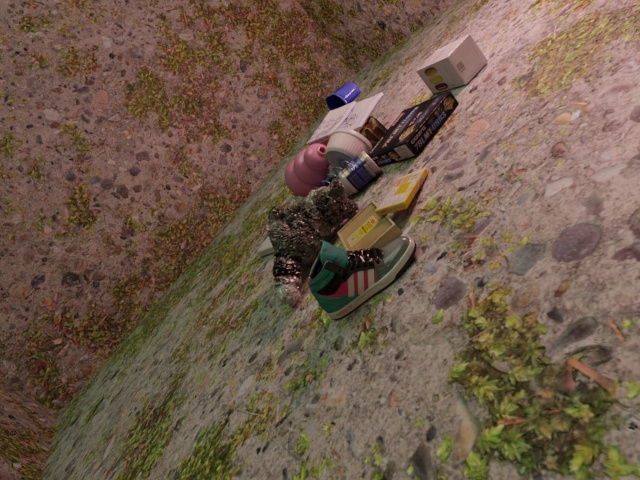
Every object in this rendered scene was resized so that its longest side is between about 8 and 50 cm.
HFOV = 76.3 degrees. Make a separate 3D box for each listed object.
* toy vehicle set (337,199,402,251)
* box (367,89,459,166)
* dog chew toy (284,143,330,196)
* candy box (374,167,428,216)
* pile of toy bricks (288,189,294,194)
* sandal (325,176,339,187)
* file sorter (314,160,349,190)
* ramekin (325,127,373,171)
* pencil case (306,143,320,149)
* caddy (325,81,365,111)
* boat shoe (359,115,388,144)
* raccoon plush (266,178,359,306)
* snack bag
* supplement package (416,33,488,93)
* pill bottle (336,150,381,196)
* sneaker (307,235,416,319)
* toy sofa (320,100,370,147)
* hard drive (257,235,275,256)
[{"bbox_3d":[0.143,-0.025,1.263,0.166,0.035,0.267,-42,20,9],"label":"toy vehicle set"},{"bbox_3d":[0.348,-0.427,1.597,0.295,0.073,0.293,-50,21,-15],"label":"box"},{"bbox_3d":[-0.048,-0.349,1.970,0.206,0.207,0.332,-57,5,-29],"label":"dog chew toy"},{"bbox_3d":[0.251,-0.149,1.247,0.105,0.027,0.206,-18,25,44],"label":"candy box"},{"bbox_3d":[-0.092,-0.345,2.317,0.212,0.118,0.105,-36,58,-2],"label":"pile of toy bricks"},{"bbox_3d":[0.066,-0.275,1.909,0.067,0.040,0.179,-49,20,-10],"label":"sandal"},{"bbox_3d":[0.076,-0.245,1.737,0.170,0.104,0.118,-48,20,-6],"label":"file sorter"},{"bbox_3d":[0.118,-0.383,1.789,0.207,0.207,0.109,-7,52,61],"label":"ramekin"},{"bbox_3d":[0.007,-0.519,2.399,0.133,0.119,0.306,-46,19,-10],"label":"pencil case"},{"bbox_3d":[0.156,-0.824,2.525,0.179,0.241,0.341,-43,19,-5],"label":"caddy"},{"bbox_3d":[0.243,-0.489,1.885,0.120,0.122,0.324,-46,10,16],"label":"boat shoe"},{"bbox_3d":[0.000,0.000,1.412,0.299,0.216,0.446,-24,55,17],"label":"raccoon plush"},{"bbox_3d":[0.121,-0.603,2.019,0.343,0.037,0.323,-6,41,42],"label":"snack bag"},{"bbox_3d":[0.535,-0.718,1.685,0.134,0.139,0.244,-47,18,-4],"label":"supplement package"},{"bbox_3d":[0.137,-0.253,1.617,0.187,0.112,0.112,-42,20,12],"label":"pill bottle"},{"bbox_3d":[0.079,0.051,1.026,0.295,0.178,0.124,-41,20,12],"label":"sneaker"},{"bbox_3d":[0.119,-0.572,2.163,0.177,0.150,0.362,-1,45,38],"label":"toy sofa"},{"bbox_3d":[-0.163,-0.032,1.900,0.307,0.040,0.203,-18,34,53],"label":"hard drive"}]
